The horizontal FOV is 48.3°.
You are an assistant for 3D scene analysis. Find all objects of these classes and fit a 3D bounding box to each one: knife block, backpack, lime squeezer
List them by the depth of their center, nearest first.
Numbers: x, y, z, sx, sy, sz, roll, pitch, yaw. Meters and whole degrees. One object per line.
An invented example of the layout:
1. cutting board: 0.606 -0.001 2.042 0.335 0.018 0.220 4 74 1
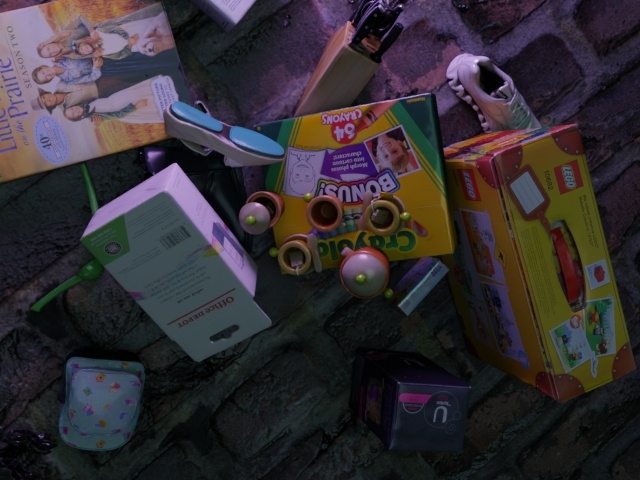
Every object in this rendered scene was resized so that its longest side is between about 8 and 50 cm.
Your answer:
1. backpack: -0.438 0.324 1.422 0.165 0.144 0.189 8 96 -22
2. lime squeezer: -0.475 0.009 1.433 0.109 0.059 0.311 19 92 14
3. knife block: 0.063 -0.357 1.435 0.088 0.242 0.276 26 89 -15

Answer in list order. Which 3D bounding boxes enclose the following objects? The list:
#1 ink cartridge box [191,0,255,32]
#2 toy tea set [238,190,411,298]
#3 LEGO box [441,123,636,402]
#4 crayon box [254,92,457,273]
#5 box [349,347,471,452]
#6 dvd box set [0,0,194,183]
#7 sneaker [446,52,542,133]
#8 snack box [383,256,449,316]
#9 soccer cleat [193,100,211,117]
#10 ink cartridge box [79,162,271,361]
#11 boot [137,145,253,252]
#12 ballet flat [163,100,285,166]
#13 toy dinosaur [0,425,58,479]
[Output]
1. ink cartridge box: -0.220 -0.579 1.400 0.272 0.114 0.197 39 86 -16
2. toy tea set: 0.000 0.000 1.376 0.335 0.124 0.200 6 105 13
3. LEGO box: 0.414 0.030 1.506 0.193 0.372 0.501 -20 101 -13
4. crayon box: 0.074 -0.112 1.454 0.362 0.106 0.313 -8 98 16
5. box: 0.182 0.334 1.525 0.165 0.270 0.144 6 94 -16
6. dvd box set: -0.479 -0.306 1.385 0.420 0.062 0.308 -17 100 -13
7. sneaker: 0.409 -0.302 1.604 0.292 0.118 0.110 41 82 -17
8. snack box: 0.212 0.099 1.597 0.141 0.100 0.037 -46 104 -6
9. soccer cleat: -0.237 -0.249 1.471 0.029 0.035 0.083 -26 102 -12
10. ink cartridge box: -0.264 0.053 1.398 0.207 0.119 0.354 -27 117 15
11. boot: -0.255 -0.079 1.451 0.207 0.094 0.247 -11 92 -17
12. ballet flat: -0.193 -0.192 1.401 0.248 0.086 0.086 24 89 -9
13. toy dinosaur: -0.635 0.493 1.388 0.321 0.164 0.218 30 104 -37
